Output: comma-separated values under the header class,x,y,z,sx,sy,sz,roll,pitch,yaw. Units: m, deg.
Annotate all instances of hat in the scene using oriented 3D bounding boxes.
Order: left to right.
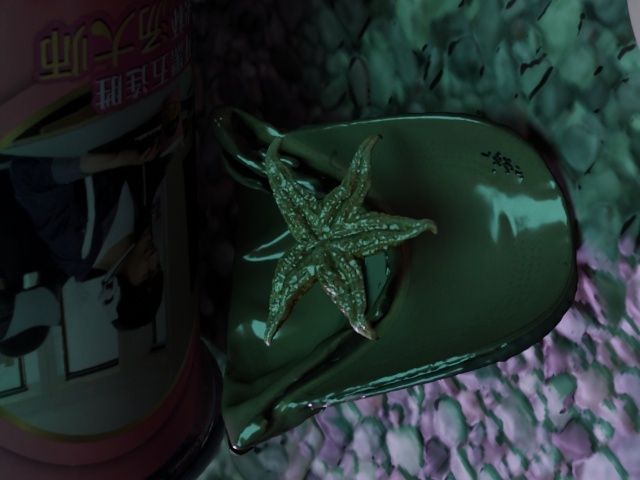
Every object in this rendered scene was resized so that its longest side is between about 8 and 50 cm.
class,x,y,z,sx,sy,sz,roll,pitch,yaw
hat,0.028,0.018,0.804,0.175,0.085,0.147,-5,77,26

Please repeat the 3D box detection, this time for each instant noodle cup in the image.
class,x,y,z,sx,sy,sz,roll,pitch,yaw
instant noodle cup,-0.144,-0.036,0.833,0.244,0.244,0.255,35,130,38

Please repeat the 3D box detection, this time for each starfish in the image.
class,x,y,z,sx,sy,sz,roll,pitch,yaw
starfish,0.000,0.000,0.764,0.086,0.016,0.092,-39,70,13

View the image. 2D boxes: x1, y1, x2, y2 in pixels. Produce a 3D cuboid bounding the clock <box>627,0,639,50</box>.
class,x,y,z,sx,sy,sz,roll,pitch,yaw
clock,0.116,-0.196,0.493,0.309,0.114,0.284,64,149,6
